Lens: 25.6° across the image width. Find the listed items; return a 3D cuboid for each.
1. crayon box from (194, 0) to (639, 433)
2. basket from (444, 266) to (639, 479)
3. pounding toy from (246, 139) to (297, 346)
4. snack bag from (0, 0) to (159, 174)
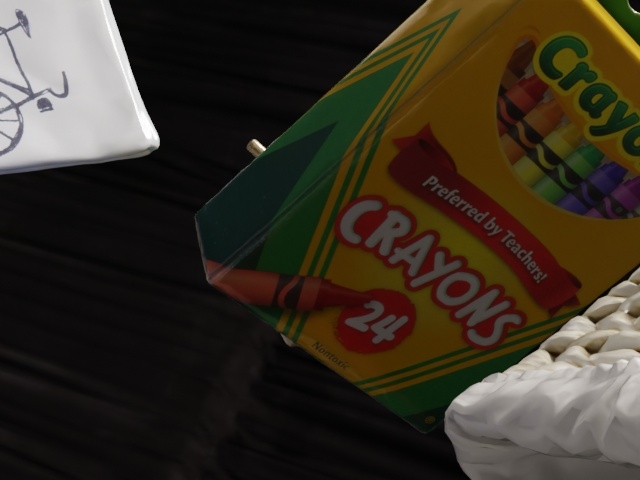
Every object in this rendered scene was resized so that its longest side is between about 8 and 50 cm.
[{"bbox_3d":[0.106,-0.044,0.843,0.318,0.081,0.202,-42,122,18],"label":"crayon box"},{"bbox_3d":[0.281,0.109,0.458,0.266,0.331,0.328,-39,100,-20],"label":"basket"},{"bbox_3d":[0.000,0.000,1.171,0.130,0.141,0.100,-3,141,-39],"label":"pounding toy"},{"bbox_3d":[-0.306,-0.176,1.034,0.342,0.323,0.037,-7,154,-27],"label":"snack bag"}]
